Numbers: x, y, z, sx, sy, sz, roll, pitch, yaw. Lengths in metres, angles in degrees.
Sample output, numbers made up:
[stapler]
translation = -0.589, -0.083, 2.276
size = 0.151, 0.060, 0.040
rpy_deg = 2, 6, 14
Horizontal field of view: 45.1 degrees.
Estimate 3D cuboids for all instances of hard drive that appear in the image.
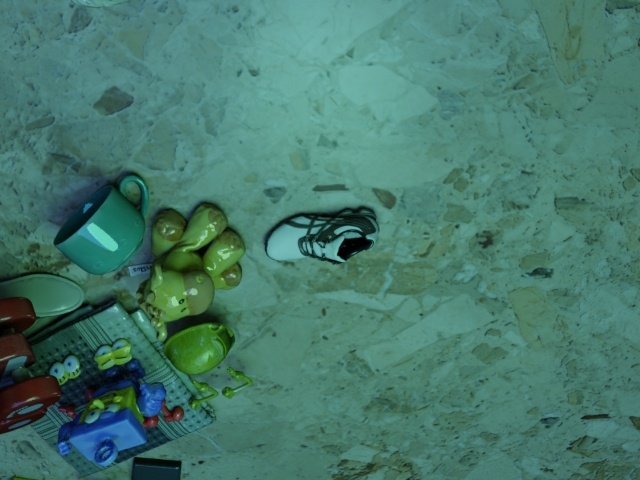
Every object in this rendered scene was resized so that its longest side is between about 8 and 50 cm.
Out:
[hard drive]
translation = -0.330, 0.495, 1.542
size = 0.094, 0.022, 0.135
rpy_deg = 7, 116, -6

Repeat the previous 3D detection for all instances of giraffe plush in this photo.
[giraffe plush]
translation = -0.228, 0.061, 1.248
size = 0.210, 0.170, 0.181
rpy_deg = -25, 115, 10

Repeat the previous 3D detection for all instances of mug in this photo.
[mug]
translation = -0.333, -0.017, 1.227
size = 0.157, 0.129, 0.097
rpy_deg = -36, 116, 14

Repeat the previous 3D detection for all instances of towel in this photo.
[towel]
translation = -0.404, 0.274, 1.422
size = 0.312, 0.056, 0.324
rpy_deg = -25, 117, 13

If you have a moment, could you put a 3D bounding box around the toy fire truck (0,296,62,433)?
[toy fire truck]
translation = -0.562, 0.222, 1.192
size = 0.253, 0.169, 0.302
rpy_deg = -14, 164, -35

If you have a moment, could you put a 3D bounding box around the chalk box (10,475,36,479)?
[chalk box]
translation = -0.573, 0.598, 1.523
size = 0.132, 0.132, 0.213
rpy_deg = 13, 116, -10

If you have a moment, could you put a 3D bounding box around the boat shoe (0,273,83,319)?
[boat shoe]
translation = -0.511, 0.104, 1.330
size = 0.206, 0.075, 0.065
rpy_deg = -4, 161, -8

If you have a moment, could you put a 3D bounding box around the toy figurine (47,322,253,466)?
[toy figurine]
translation = -0.302, 0.297, 1.280
size = 0.362, 0.217, 0.191
rpy_deg = -18, 118, 9

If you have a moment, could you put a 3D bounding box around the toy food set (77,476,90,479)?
[toy food set]
translation = -0.429, 0.545, 1.548
size = 0.132, 0.038, 0.192
rpy_deg = 20, 123, 11

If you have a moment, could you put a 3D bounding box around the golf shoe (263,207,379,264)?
[golf shoe]
translation = 0.000, 0.000, 1.273
size = 0.198, 0.094, 0.077
rpy_deg = -15, 117, 7

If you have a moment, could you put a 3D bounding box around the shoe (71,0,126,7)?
[shoe]
translation = -0.262, -0.385, 1.087
size = 0.219, 0.058, 0.077
rpy_deg = -18, 116, 6
